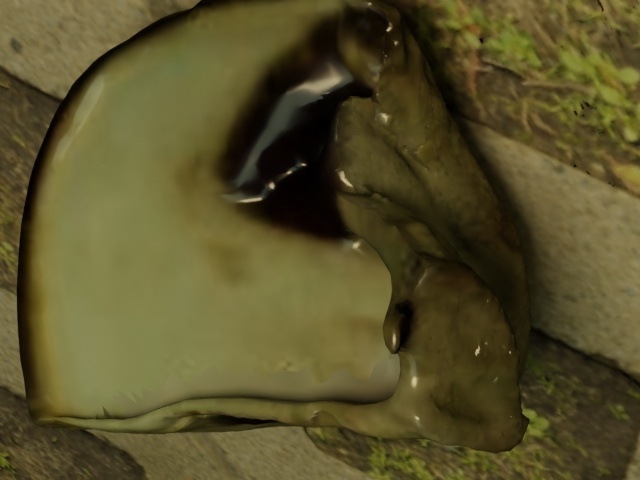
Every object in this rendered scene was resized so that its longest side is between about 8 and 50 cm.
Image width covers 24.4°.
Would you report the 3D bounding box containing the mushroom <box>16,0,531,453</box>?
[{"bbox_3d":[-0.003,-0.008,0.757,0.292,0.212,0.217,-6,82,52],"label":"mushroom"}]
